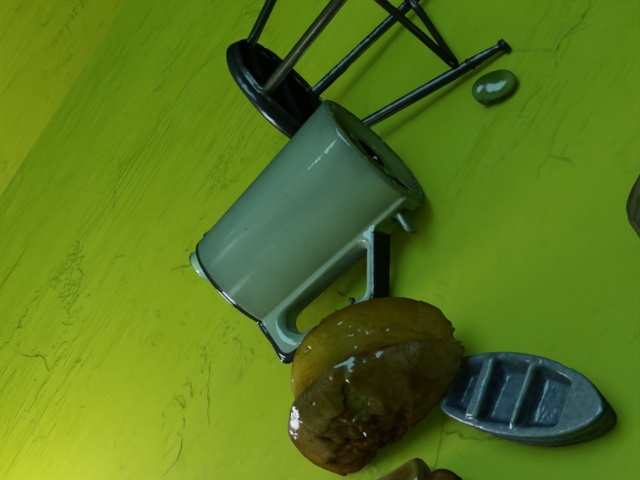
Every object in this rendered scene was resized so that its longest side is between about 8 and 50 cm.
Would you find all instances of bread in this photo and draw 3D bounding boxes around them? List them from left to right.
[{"bbox_3d":[0.053,0.213,1.856,0.340,0.179,0.194,-47,32,35],"label":"bread"},{"bbox_3d":[0.124,0.378,1.804,0.103,0.049,0.062,-36,31,24],"label":"bread"}]

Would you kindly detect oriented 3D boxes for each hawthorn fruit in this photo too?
[{"bbox_3d":[0.176,0.373,1.731,0.077,0.077,0.077,-28,43,30],"label":"hawthorn fruit"}]

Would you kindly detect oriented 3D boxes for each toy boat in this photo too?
[{"bbox_3d":[0.302,0.231,1.706,0.283,0.078,0.127,4,63,49],"label":"toy boat"}]

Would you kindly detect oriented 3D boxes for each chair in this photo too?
[{"bbox_3d":[0.051,-0.407,2.293,0.410,0.362,0.365,-44,37,18],"label":"chair"}]

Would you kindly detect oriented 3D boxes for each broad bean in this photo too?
[{"bbox_3d":[0.316,-0.280,2.148,0.083,0.045,0.063,-26,45,21],"label":"broad bean"}]

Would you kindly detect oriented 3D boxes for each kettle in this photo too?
[{"bbox_3d":[0.000,0.000,2.140,0.376,0.250,0.361,-44,65,16],"label":"kettle"}]

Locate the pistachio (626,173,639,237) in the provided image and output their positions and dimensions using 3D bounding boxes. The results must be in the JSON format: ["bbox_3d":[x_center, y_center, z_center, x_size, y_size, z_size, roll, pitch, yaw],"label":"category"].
[{"bbox_3d":[0.508,-0.065,1.705,0.126,0.108,0.185,6,57,37],"label":"pistachio"}]

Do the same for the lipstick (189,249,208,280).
[{"bbox_3d":[-0.140,-0.021,2.406,0.304,0.076,0.076,-34,40,24],"label":"lipstick"}]
